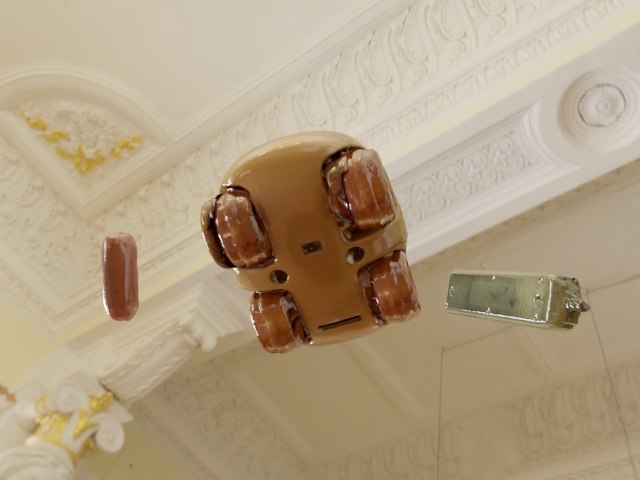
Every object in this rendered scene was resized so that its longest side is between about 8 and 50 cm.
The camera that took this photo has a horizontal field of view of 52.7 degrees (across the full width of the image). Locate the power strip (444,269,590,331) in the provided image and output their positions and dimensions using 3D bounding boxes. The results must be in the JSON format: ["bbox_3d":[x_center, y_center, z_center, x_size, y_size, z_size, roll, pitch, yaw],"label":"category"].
[{"bbox_3d":[0.336,0.101,1.139,0.066,0.387,0.092,9,-94,-17],"label":"power strip"}]

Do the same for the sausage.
[{"bbox_3d":[-0.433,0.078,1.394,0.077,0.077,0.194,-4,-96,15],"label":"sausage"}]

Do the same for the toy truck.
[{"bbox_3d":[0.000,0.000,0.761,0.204,0.212,0.288,-17,-63,9],"label":"toy truck"}]
